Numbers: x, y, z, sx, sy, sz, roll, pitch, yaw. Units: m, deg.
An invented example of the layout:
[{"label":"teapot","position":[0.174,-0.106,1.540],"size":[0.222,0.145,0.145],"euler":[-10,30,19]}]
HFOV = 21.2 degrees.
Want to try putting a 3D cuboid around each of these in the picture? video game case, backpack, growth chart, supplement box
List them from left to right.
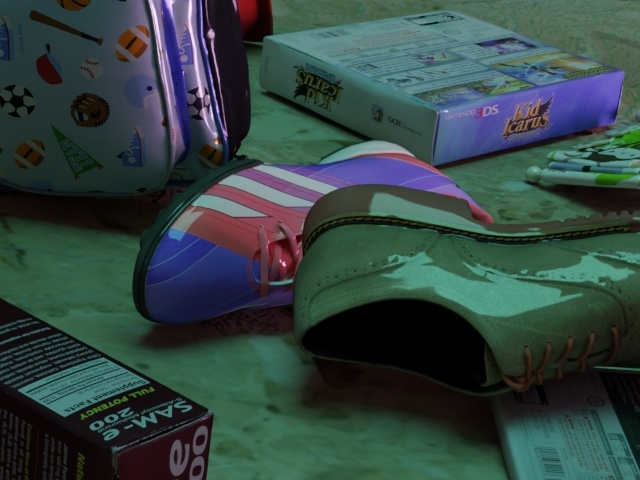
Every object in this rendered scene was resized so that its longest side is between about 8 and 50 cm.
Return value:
[{"label":"supplement box","position":[-0.170,0.108,0.897],"size":[0.239,0.130,0.073],"euler":[24,28,34]},{"label":"backpack","position":[-0.204,-0.150,1.369],"size":[0.263,0.276,0.213],"euler":[-1,19,16]},{"label":"video game case","position":[0.120,-0.157,1.688],"size":[0.270,0.061,0.244],"euler":[-14,29,-40]},{"label":"video game case","position":[0.200,0.132,1.082],"size":[0.173,0.022,0.190],"euler":[4,22,-4]},{"label":"growth chart","position":[0.296,-0.084,1.570],"size":[0.172,0.021,0.237],"euler":[4,21,41]}]

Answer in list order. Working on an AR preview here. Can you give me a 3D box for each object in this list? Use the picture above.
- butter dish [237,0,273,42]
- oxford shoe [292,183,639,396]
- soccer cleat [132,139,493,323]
[{"label":"butter dish","position":[-0.141,-0.255,1.777],"size":[0.160,0.160,0.118],"euler":[13,46,16]},{"label":"oxford shoe","position":[0.151,0.058,1.105],"size":[0.348,0.123,0.130],"euler":[5,44,9]},{"label":"soccer cleat","position":[0.000,0.000,1.238],"size":[0.116,0.108,0.318],"euler":[27,28,32]}]
